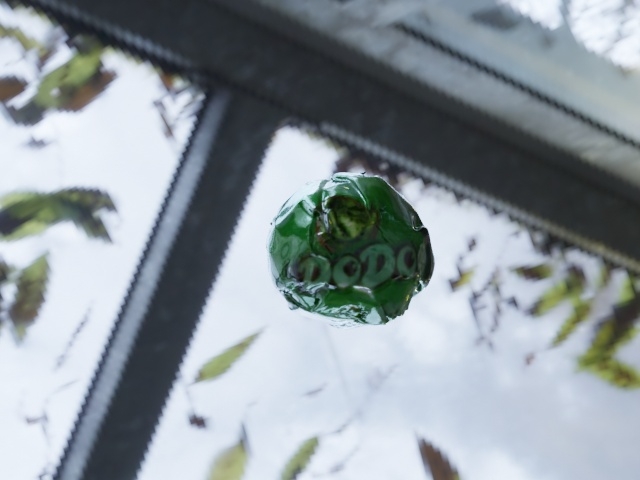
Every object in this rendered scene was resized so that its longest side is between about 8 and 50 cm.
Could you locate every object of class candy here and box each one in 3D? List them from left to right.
[{"bbox_3d":[-0.002,0.000,1.224,0.097,0.323,0.097,0,-87,-8],"label":"candy"}]
